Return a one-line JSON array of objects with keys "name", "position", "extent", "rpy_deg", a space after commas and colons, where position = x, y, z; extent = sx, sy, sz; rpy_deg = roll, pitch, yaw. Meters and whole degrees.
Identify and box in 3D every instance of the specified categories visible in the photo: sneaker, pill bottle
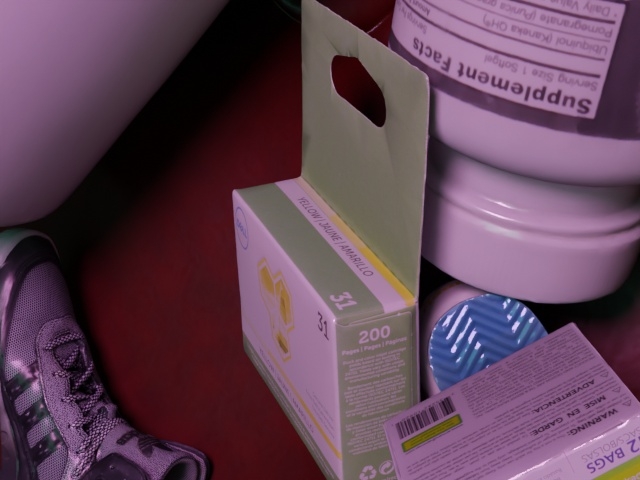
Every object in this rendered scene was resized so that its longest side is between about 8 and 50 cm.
[{"name": "sneaker", "position": [0.117, 0.127, 0.617], "extent": [0.087, 0.092, 0.228], "rpy_deg": [-18, 101, 0]}, {"name": "sneaker", "position": [-0.159, 0.122, 0.758], "extent": [0.153, 0.101, 0.268], "rpy_deg": [-3, 93, 27]}, {"name": "pill bottle", "position": [0.129, -0.135, 0.526], "extent": [0.176, 0.176, 0.318], "rpy_deg": [25, 124, 26]}]

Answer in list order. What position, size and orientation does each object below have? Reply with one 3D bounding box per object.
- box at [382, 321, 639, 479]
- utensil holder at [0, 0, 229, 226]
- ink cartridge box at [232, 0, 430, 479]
[{"name": "box", "position": [0.130, 0.162, 0.524], "extent": [0.114, 0.103, 0.203], "rpy_deg": [-28, 107, 4]}, {"name": "utensil holder", "position": [-0.173, -0.244, 0.652], "extent": [0.385, 0.328, 0.327], "rpy_deg": [-49, 68, 21]}, {"name": "ink cartridge box", "position": [0.000, 0.000, 0.602], "extent": [0.171, 0.056, 0.235], "rpy_deg": [-131, 33, -56]}]
